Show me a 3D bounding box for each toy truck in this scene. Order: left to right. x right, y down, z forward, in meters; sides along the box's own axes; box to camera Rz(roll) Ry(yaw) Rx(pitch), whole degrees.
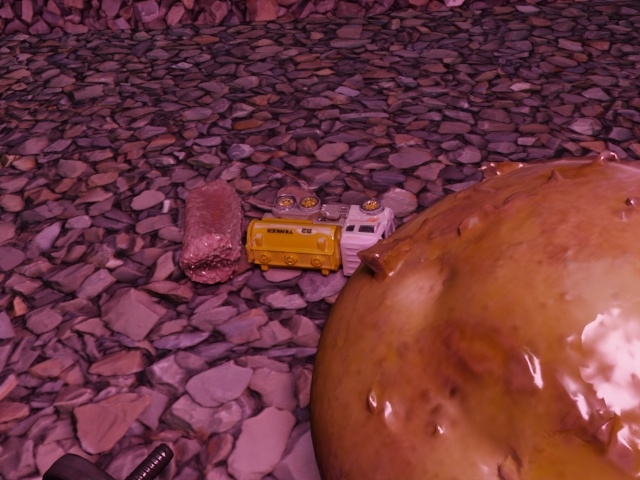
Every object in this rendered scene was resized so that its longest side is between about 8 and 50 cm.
[{"bbox_3d":[0.000,0.000,1.015,0.226,0.098,0.114,4,40,14],"label":"toy truck"}]

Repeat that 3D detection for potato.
[{"bbox_3d":[0.164,0.154,0.540,0.319,0.386,0.442,-25,27,-22],"label":"potato"}]

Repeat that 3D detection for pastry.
[{"bbox_3d":[-0.172,-0.009,1.036,0.102,0.112,0.265,-8,24,0],"label":"pastry"}]

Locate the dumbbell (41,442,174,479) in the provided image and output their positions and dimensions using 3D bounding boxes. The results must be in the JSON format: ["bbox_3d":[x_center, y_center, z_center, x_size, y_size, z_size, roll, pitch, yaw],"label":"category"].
[{"bbox_3d":[-0.250,0.305,0.574,0.143,0.143,0.325,18,41,27],"label":"dumbbell"}]
